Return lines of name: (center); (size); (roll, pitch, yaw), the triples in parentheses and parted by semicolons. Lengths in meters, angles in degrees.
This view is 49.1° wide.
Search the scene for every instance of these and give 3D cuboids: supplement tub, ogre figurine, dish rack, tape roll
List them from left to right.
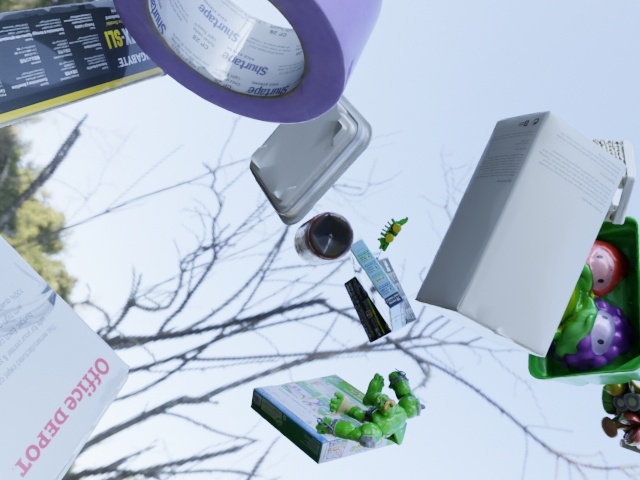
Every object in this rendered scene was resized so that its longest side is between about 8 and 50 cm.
tape roll: (-0.054, -0.179, 0.526); (0.189, 0.080, 0.189); (20, -25, 10)
dish rack: (-0.045, -0.233, 1.784); (0.333, 0.072, 0.285); (-46, -134, 13)
supplement tub: (0.000, 0.000, 1.538); (0.106, 0.106, 0.198); (67, -15, 1)
ogre figurine: (0.102, 0.305, 1.255); (0.118, 0.197, 0.096); (23, -68, 49)

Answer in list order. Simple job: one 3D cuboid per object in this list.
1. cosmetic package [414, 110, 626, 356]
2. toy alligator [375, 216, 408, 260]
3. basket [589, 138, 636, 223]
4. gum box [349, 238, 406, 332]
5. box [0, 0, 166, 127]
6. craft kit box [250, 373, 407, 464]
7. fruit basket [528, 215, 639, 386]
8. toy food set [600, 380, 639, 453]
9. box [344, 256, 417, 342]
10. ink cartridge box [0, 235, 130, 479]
cosmetic package: (0.341, -0.012, 1.199); (0.197, 0.365, 0.155); (30, -7, -20)
toy alligator: (0.207, -0.009, 2.225); (0.051, 0.189, 0.056); (37, 7, 3)
basket: (0.571, -0.126, 1.423); (0.103, 0.167, 0.113); (10, -54, 14)
gum box: (0.134, 0.108, 1.644); (0.184, 0.041, 0.157); (57, -9, 27)
box: (-0.311, -0.106, 0.528); (0.257, 0.322, 0.079); (-6, -71, 22)
craft kit box: (0.016, 0.381, 1.536); (0.250, 0.247, 0.061); (26, -68, 47)
fruit basket: (0.540, 0.113, 1.512); (0.283, 0.392, 0.392); (-15, -83, 38)
toy food set: (0.689, 0.401, 1.606); (0.128, 0.071, 0.217); (-165, -117, -72)
box: (0.161, 0.167, 1.932); (0.184, 0.045, 0.190); (-39, -109, 48)
ink cartridge box: (-0.363, 0.105, 0.662); (0.129, 0.223, 0.307); (-35, -76, 21)
